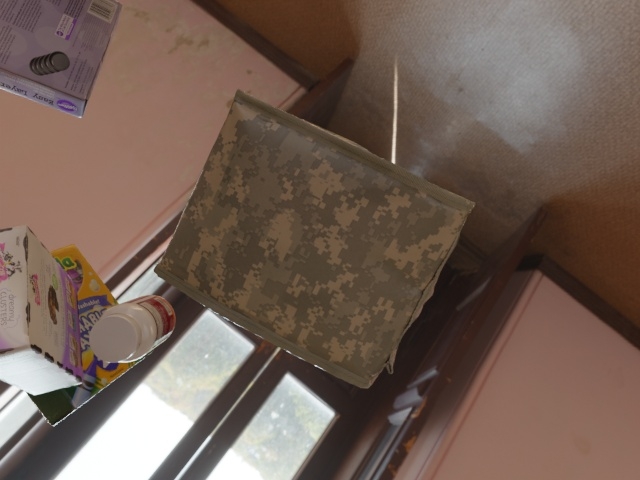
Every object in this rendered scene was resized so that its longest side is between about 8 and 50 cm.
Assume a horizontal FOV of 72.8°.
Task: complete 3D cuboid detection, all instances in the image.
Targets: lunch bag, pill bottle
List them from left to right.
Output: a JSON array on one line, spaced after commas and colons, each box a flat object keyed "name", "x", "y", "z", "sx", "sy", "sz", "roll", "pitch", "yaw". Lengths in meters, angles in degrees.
[{"name": "pill bottle", "x": -0.282, "y": 0.133, "z": 0.658, "sx": 0.086, "sy": 0.086, "sz": 0.152, "roll": 41, "pitch": 178, "yaw": -1}, {"name": "lunch bag", "x": 0.000, "y": 0.000, "z": 0.507, "sx": 0.287, "sy": 0.235, "sz": 0.169, "roll": 30, "pitch": -170, "yaw": 14}]

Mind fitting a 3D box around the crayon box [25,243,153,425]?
[{"name": "crayon box", "x": -0.487, "y": 0.138, "z": 0.796, "sx": 0.083, "sy": 0.203, "sz": 0.323, "roll": -36, "pitch": 92, "yaw": 22}]

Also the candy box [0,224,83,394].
[{"name": "candy box", "x": -0.392, "y": 0.101, "z": 0.587, "sx": 0.196, "sy": 0.070, "sz": 0.164, "roll": 107, "pitch": 147, "yaw": -59}]

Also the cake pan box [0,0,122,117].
[{"name": "cake pan box", "x": -0.506, "y": -0.377, "z": 0.758, "sx": 0.246, "sy": 0.266, "sz": 0.070, "roll": 18, "pitch": 151, "yaw": -30}]
